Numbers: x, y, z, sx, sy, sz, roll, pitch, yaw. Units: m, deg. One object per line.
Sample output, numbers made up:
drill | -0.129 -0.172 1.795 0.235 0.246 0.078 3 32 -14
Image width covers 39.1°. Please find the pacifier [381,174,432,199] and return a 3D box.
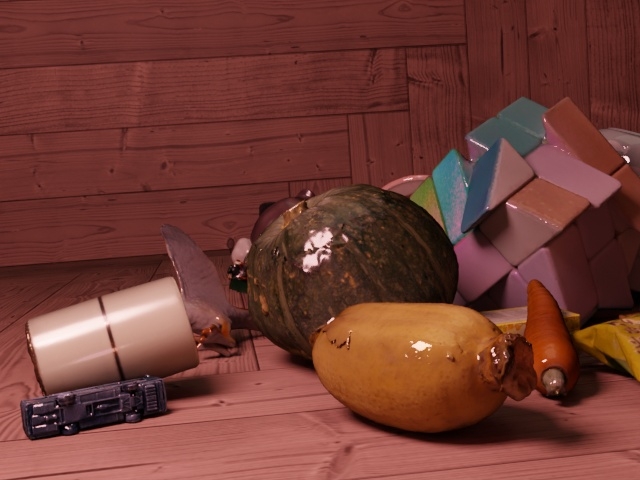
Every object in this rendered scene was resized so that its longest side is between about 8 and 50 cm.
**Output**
pacifier | 0.243 -0.003 1.990 0.220 0.332 0.273 -41 35 -6

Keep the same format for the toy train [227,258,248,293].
toy train | -0.044 0.096 1.554 0.250 0.053 0.085 22 4 -8

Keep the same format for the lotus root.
lotus root | 0.103 0.138 0.978 0.303 0.130 0.146 0 29 48

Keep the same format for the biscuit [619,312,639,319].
biscuit | 0.576 0.124 1.391 0.221 0.028 0.142 -1 5 26

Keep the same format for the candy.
candy | 0.417 0.131 1.090 0.187 0.081 0.297 -6 5 -9

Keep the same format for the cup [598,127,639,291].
cup | 0.548 -0.076 1.740 0.357 0.274 0.259 23 9 31

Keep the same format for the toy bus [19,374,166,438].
toy bus | -0.271 0.197 1.079 0.166 0.047 0.065 -7 1 -28

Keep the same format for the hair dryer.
hair dryer | -0.292 0.149 1.284 0.203 0.128 0.362 -17 -4 -13

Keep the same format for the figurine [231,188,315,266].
figurine | -0.010 -0.013 2.085 0.206 0.218 0.365 36 31 23

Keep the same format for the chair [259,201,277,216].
chair | -0.111 0.013 2.191 0.140 0.221 0.145 -7 6 -33

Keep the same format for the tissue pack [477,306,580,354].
tissue pack | 0.270 0.136 1.287 0.176 0.062 0.095 -4 6 -16

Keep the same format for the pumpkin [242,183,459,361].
pumpkin | 0.032 0.055 1.322 0.291 0.257 0.328 -38 12 -31

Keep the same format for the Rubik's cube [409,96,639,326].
Rubik's cube | 0.345 -0.030 1.536 0.358 0.368 0.387 -34 23 -35

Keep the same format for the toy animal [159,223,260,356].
toy animal | -0.167 0.140 1.546 0.284 0.225 0.302 16 13 -14

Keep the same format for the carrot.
carrot | 0.291 0.119 1.162 0.069 0.069 0.336 -3 17 11
